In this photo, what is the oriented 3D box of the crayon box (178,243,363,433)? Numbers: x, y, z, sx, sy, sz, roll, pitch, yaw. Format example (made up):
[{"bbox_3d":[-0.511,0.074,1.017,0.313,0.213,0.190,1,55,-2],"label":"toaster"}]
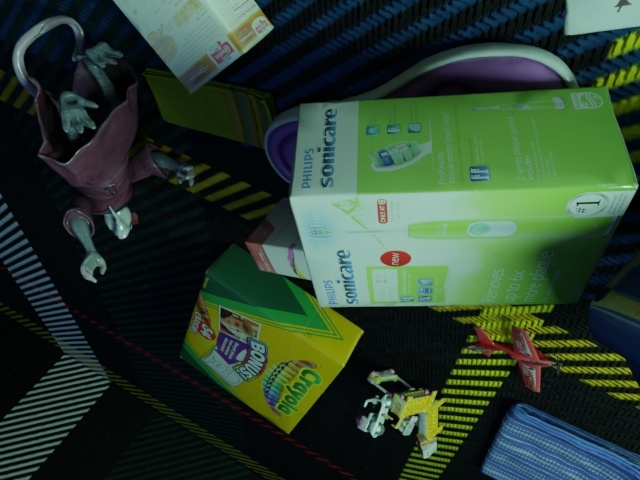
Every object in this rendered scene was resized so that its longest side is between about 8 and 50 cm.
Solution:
[{"bbox_3d":[-0.122,0.223,1.212,0.313,0.106,0.363,34,138,5],"label":"crayon box"}]

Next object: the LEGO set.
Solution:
[{"bbox_3d":[0.163,0.332,1.135,0.107,0.132,0.287,29,173,41],"label":"LEGO set"}]

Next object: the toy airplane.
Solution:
[{"bbox_3d":[0.297,0.175,0.886,0.151,0.028,0.151,24,143,20],"label":"toy airplane"}]

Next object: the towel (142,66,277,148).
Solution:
[{"bbox_3d":[-0.163,-0.195,0.860,0.237,0.021,0.102,19,142,26],"label":"towel"}]

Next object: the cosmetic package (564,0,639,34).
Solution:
[{"bbox_3d":[0.292,-0.250,0.225,0.377,0.098,0.284,2,143,28],"label":"cosmetic package"}]

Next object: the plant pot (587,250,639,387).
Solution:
[{"bbox_3d":[0.376,0.077,0.455,0.212,0.236,0.236,44,-174,1],"label":"plant pot"}]

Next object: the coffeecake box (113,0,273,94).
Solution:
[{"bbox_3d":[-0.170,-0.294,0.703,0.142,0.068,0.185,-14,122,49],"label":"coffeecake box"}]

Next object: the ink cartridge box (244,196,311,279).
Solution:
[{"bbox_3d":[0.000,0.000,0.863,0.198,0.115,0.067,8,136,36],"label":"ink cartridge box"}]

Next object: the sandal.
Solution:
[{"bbox_3d":[0.087,-0.101,0.673,0.416,0.102,0.169,-6,130,43],"label":"sandal"}]

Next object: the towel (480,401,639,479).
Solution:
[{"bbox_3d":[0.437,0.430,1.060,0.243,0.040,0.336,23,144,21],"label":"towel"}]

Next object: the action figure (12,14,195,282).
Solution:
[{"bbox_3d":[-0.382,-0.122,0.946,0.275,0.248,0.370,38,150,12],"label":"action figure"}]

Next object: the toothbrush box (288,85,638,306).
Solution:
[{"bbox_3d":[0.126,-0.031,0.576,0.283,0.122,0.206,0,146,8],"label":"toothbrush box"}]
